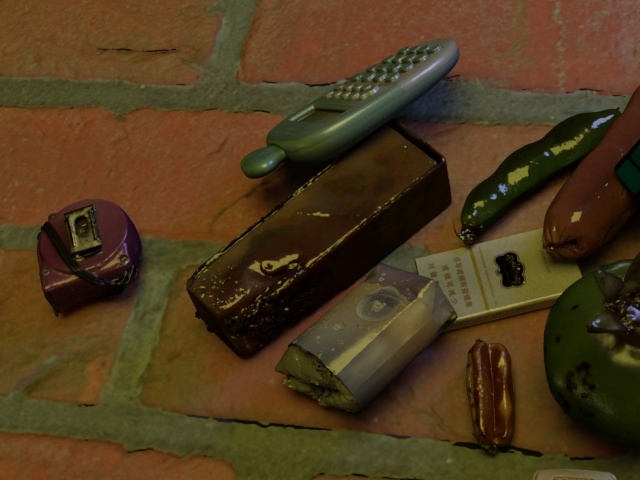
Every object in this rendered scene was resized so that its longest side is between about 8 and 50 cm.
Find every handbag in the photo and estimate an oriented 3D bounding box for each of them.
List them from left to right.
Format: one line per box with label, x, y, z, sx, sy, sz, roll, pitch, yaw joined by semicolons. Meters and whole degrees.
handbag;0.045;0.106;1.241;0.173;0.095;0.117;-41;24;-17

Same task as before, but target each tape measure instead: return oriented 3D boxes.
tape measure;-0.265;0.015;1.386;0.118;0.074;0.125;-20;56;-3

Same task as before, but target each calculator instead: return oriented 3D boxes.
calculator;0.034;-0.151;1.399;0.295;0.042;0.184;-34;17;-12

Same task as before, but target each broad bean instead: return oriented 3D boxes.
broad bean;0.240;-0.081;1.353;0.254;0.046;0.065;-36;40;-14

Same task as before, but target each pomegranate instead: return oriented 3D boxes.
pomegranate;0.294;0.091;1.114;0.181;0.224;0.181;-4;63;7

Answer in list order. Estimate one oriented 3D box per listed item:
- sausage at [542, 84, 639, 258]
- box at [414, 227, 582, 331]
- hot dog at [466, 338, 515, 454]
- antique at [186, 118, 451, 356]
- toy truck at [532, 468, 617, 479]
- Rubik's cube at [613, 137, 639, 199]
sausage;0.373;-0.134;1.332;0.088;0.088;0.433;27;63;27
box;0.191;0.040;1.294;0.167;0.024;0.090;-13;54;3
hot dog;0.171;0.156;1.214;0.049;0.037;0.122;3;61;1
antique;0.000;0.000;1.329;0.310;0.087;0.093;-38;57;-15
toy truck;0.220;0.308;1.044;0.098;0.114;0.227;0;56;14
Rubik's cube;0.416;-0.084;1.189;0.155;0.151;0.154;-34;76;-23
